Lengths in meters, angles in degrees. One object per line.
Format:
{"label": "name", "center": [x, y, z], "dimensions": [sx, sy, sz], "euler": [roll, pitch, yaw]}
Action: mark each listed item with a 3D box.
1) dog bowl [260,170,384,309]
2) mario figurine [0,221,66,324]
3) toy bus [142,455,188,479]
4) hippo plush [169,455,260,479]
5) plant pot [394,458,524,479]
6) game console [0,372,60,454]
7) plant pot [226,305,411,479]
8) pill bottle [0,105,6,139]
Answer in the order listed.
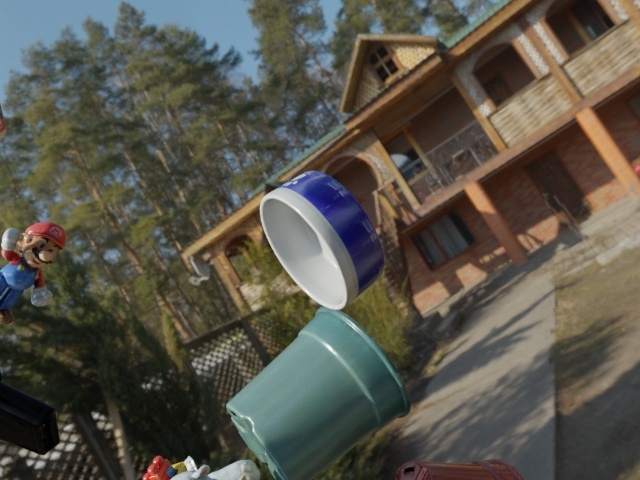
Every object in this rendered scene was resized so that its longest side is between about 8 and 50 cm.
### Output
{"label": "dog bowl", "center": [0.000, 0.000, 1.154], "dimensions": [0.104, 0.265, 0.265], "euler": [-35, -5, -23]}
{"label": "mario figurine", "center": [-0.859, 0.087, 1.709], "dimensions": [0.321, 0.170, 0.198], "euler": [-57, -6, -13]}
{"label": "toy bus", "center": [-0.385, 0.663, 1.475], "dimensions": [0.149, 0.211, 0.220], "euler": [-22, 20, 19]}
{"label": "hippo plush", "center": [-0.242, 0.575, 1.321], "dimensions": [0.234, 0.294, 0.237], "euler": [-39, -27, -21]}
{"label": "plant pot", "center": [0.325, 0.661, 1.430], "dimensions": [0.265, 0.273, 0.272], "euler": [17, -31, -23]}
{"label": "game console", "center": [-0.472, 0.178, 0.814], "dimensions": [0.044, 0.213, 0.361], "euler": [-62, -6, -46]}
{"label": "plant pot", "center": [-0.021, 0.392, 1.411], "dimensions": [0.334, 0.341, 0.341], "euler": [-36, -5, -22]}
{"label": "pill bottle", "center": [-0.516, -0.227, 0.820], "dimensions": [0.108, 0.108, 0.180], "euler": [-26, -48, -39]}
